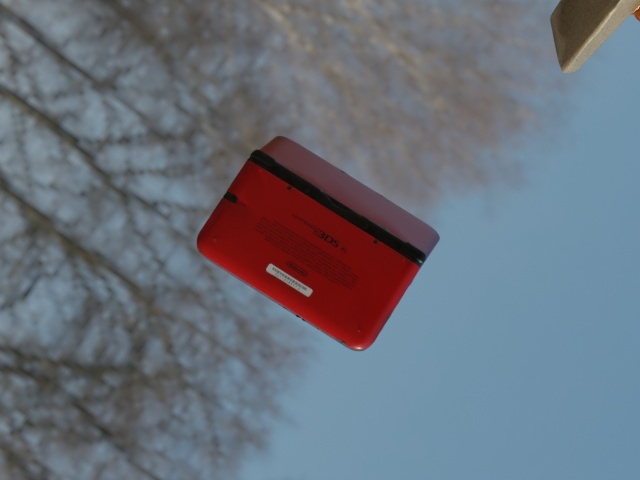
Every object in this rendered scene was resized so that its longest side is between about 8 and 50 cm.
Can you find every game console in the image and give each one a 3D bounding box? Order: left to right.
[{"bbox_3d":[0.000,0.000,1.363,0.124,0.144,0.085,-57,176,-12],"label":"game console"}]

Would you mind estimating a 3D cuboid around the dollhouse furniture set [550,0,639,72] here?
[{"bbox_3d":[0.225,-0.134,0.970,0.135,0.262,0.259,-53,-151,40],"label":"dollhouse furniture set"}]
